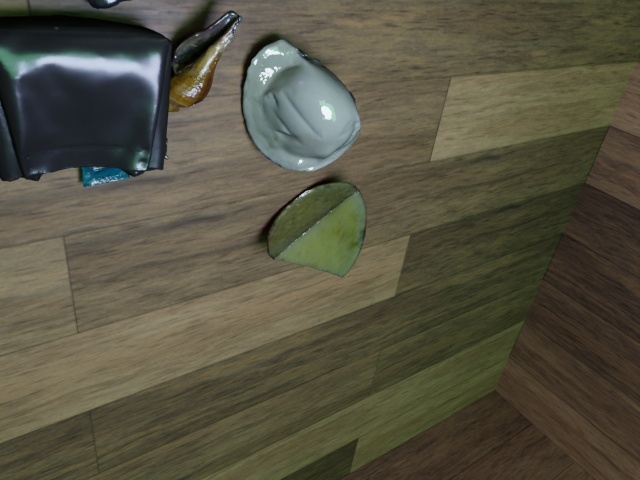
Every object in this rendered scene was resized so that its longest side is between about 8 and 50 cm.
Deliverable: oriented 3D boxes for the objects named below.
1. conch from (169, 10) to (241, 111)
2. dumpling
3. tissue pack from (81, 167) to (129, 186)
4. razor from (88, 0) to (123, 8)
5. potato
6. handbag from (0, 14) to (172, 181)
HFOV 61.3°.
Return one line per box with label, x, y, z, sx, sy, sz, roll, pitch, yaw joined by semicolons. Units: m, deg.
conch;-0.225;-0.311;0.974;0.233;0.086;0.080;-58;179;6
dumpling;-0.048;-0.267;1.134;0.226;0.243;0.175;-38;-179;14
tissue pack;-0.397;-0.167;0.975;0.085;0.028;0.138;-16;125;-26
razor;-0.330;-0.431;0.810;0.090;0.054;0.148;-30;135;-21
potato;0.000;0.000;1.393;0.269;0.112;0.255;-37;142;-8
handbag;-0.386;-0.219;0.867;0.285;0.113;0.257;-11;122;-33
